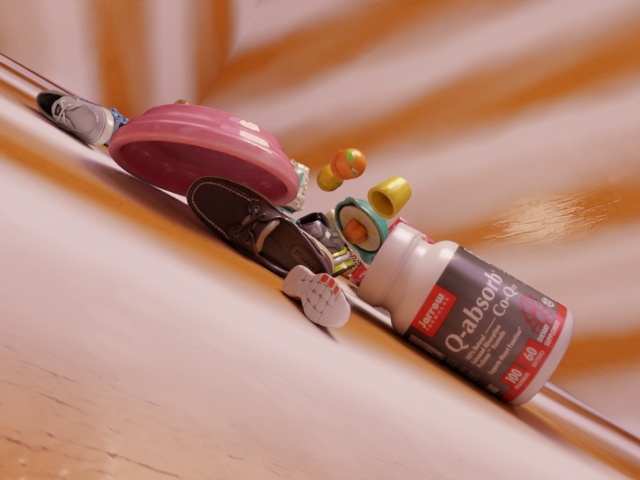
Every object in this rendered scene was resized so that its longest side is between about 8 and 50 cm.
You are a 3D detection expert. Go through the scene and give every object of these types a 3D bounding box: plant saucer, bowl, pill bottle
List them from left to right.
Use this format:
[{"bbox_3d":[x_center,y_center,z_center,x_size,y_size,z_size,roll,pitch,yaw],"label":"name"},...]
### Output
[{"bbox_3d":[-0.197,-0.147,1.057,0.333,0.084,0.332,9,-13,2],"label":"plant saucer"},{"bbox_3d":[0.066,0.055,1.761,0.170,0.080,0.170,32,2,-1],"label":"bowl"},{"bbox_3d":[0.265,0.130,1.134,0.363,0.210,0.210,31,2,11],"label":"pill bottle"}]

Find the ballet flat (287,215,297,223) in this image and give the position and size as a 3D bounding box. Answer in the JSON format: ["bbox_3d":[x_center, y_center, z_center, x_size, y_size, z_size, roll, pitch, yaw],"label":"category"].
[{"bbox_3d":[-0.125,-0.028,1.344,0.247,0.083,0.087,29,27,-39],"label":"ballet flat"}]

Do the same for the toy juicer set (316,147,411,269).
[{"bbox_3d":[0.058,-0.051,1.240,0.209,0.089,0.329,41,-29,17],"label":"toy juicer set"}]

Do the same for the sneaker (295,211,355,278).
[{"bbox_3d":[0.000,0.000,1.200,0.300,0.111,0.121,-142,-151,-82],"label":"sneaker"}]

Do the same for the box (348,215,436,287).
[{"bbox_3d":[0.177,0.060,1.470,0.128,0.122,0.257,36,-20,2],"label":"box"}]

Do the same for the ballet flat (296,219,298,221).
[{"bbox_3d":[-0.015,0.007,2.041,0.203,0.074,0.074,37,0,-21],"label":"ballet flat"}]

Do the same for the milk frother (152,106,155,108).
[{"bbox_3d":[-0.338,-0.197,1.273,0.129,0.134,0.143,31,2,-32],"label":"milk frother"}]

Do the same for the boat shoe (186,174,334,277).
[{"bbox_3d":[-0.094,-0.015,0.993,0.285,0.102,0.092,37,-3,-8],"label":"boat shoe"}]

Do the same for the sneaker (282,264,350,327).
[{"bbox_3d":[0.008,0.079,0.808,0.065,0.061,0.158,37,0,-31],"label":"sneaker"}]

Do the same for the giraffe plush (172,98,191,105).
[{"bbox_3d":[-0.335,-0.209,1.448,0.170,0.210,0.181,51,20,-45],"label":"giraffe plush"}]

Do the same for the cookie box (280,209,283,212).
[{"bbox_3d":[-0.139,-0.066,1.582,0.040,0.091,0.107,29,2,9],"label":"cookie box"}]

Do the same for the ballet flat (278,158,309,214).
[{"bbox_3d":[-0.162,-0.169,1.475,0.409,0.146,0.147,22,-5,45],"label":"ballet flat"}]

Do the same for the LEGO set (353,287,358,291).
[{"bbox_3d":[0.118,0.132,1.489,0.054,0.023,0.083,32,3,26],"label":"LEGO set"}]

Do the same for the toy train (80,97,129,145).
[{"bbox_3d":[-0.520,-0.277,1.421,0.105,0.080,0.184,17,13,-40],"label":"toy train"}]

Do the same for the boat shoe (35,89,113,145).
[{"bbox_3d":[-0.498,-0.248,1.190,0.228,0.079,0.081,27,8,37],"label":"boat shoe"}]
